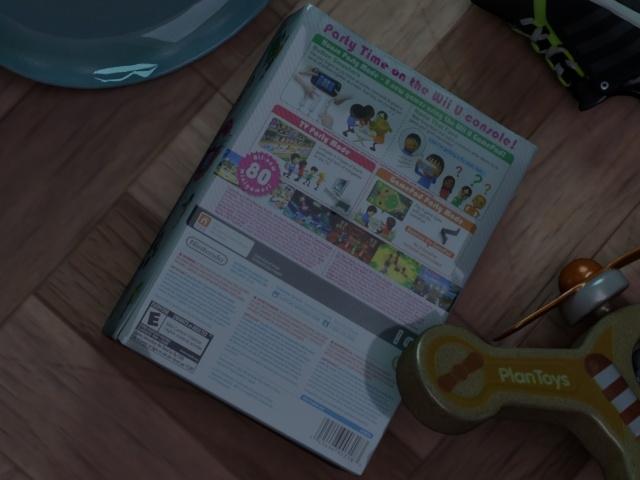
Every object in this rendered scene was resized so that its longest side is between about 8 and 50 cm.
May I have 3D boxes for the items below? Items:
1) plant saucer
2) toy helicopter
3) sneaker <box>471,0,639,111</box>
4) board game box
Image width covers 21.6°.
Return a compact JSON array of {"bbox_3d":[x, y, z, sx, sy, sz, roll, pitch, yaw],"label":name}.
[{"bbox_3d":[-0.146,-0.257,1.257,0.318,0.043,0.317,-19,135,-20],"label":"plant saucer"},{"bbox_3d":[0.210,0.102,1.342,0.355,0.140,0.235,7,59,-33],"label":"toy helicopter"},{"bbox_3d":[0.225,-0.159,1.403,0.235,0.084,0.097,18,85,-12],"label":"sneaker"},{"bbox_3d":[0.000,0.000,1.339,0.224,0.097,0.303,31,83,-11],"label":"board game box"}]
